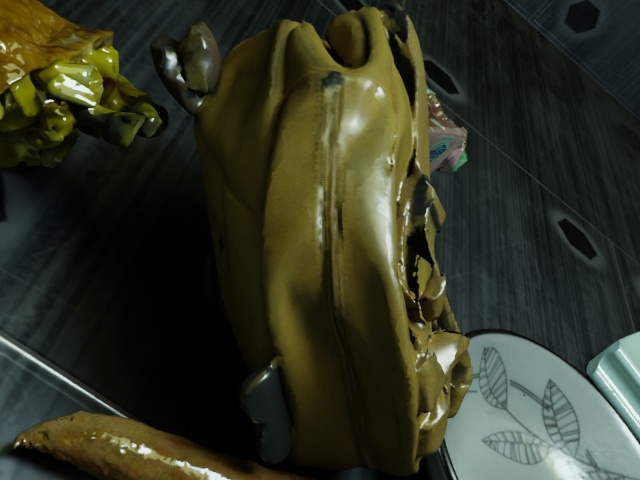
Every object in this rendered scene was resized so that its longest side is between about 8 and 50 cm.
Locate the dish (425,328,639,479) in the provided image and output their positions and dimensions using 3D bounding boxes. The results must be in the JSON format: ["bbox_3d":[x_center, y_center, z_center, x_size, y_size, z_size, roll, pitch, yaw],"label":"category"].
[{"bbox_3d":[0.195,0.236,0.829,0.316,0.106,0.316,29,35,-23],"label":"dish"}]

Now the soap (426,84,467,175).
[{"bbox_3d":[0.061,-0.172,1.182,0.273,0.098,0.218,-5,55,-54],"label":"soap"}]

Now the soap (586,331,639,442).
[{"bbox_3d":[0.452,0.224,1.201,0.119,0.066,0.198,-3,54,-55],"label":"soap"}]

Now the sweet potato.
[{"bbox_3d":[-0.057,0.183,0.618,0.314,0.066,0.072,27,-4,-26],"label":"sweet potato"}]

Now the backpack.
[{"bbox_3d":[0.006,-0.003,0.717,0.378,0.201,0.353,-91,169,-56],"label":"backpack"}]

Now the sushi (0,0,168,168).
[{"bbox_3d":[-0.236,-0.103,0.660,0.179,0.167,0.296,52,9,-4],"label":"sushi"}]
